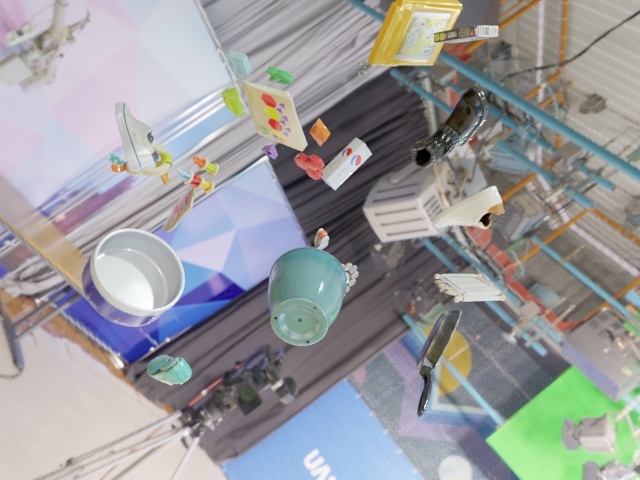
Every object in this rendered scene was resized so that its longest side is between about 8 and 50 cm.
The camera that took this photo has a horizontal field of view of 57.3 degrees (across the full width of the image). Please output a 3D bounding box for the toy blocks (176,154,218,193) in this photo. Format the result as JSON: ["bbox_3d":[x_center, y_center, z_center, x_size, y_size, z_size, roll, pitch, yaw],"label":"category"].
[{"bbox_3d":[-0.440,-0.247,2.080,0.054,0.123,0.148,-1,-18,39],"label":"toy blocks"}]

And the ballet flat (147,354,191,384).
[{"bbox_3d":[-0.453,0.397,1.756,0.087,0.083,0.247,56,-31,-11],"label":"ballet flat"}]

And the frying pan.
[{"bbox_3d":[0.257,0.296,1.396,0.053,0.326,0.197,28,-32,10],"label":"frying pan"}]

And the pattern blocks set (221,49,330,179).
[{"bbox_3d":[-0.103,-0.283,1.340,0.285,0.026,0.325,28,-24,13],"label":"pattern blocks set"}]

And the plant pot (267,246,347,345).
[{"bbox_3d":[-0.052,0.200,1.920,0.271,0.272,0.255,57,18,-21],"label":"plant pot"}]

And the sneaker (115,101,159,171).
[{"bbox_3d":[-0.510,-0.293,1.632,0.094,0.091,0.258,98,-28,-55],"label":"sneaker"}]

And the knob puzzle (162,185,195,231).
[{"bbox_3d":[-0.516,-0.100,2.156,0.030,0.213,0.213,35,2,-26],"label":"knob puzzle"}]

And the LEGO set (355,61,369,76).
[{"bbox_3d":[0.162,-0.670,2.309,0.083,0.054,0.023,45,38,-59],"label":"LEGO set"}]

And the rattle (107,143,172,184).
[{"bbox_3d":[-0.575,-0.221,1.851,0.130,0.200,0.143,58,-34,2],"label":"rattle"}]

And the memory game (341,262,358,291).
[{"bbox_3d":[0.076,0.165,2.375,0.012,0.186,0.186,48,-10,38],"label":"memory game"}]

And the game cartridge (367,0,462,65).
[{"bbox_3d":[0.372,-0.817,2.314,0.052,0.324,0.285,59,-36,29],"label":"game cartridge"}]

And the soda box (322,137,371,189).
[{"bbox_3d":[0.102,-0.312,2.380,0.069,0.216,0.074,42,-4,47],"label":"soda box"}]

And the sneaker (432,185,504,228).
[{"bbox_3d":[0.510,-0.078,2.042,0.290,0.106,0.123,-32,-100,51],"label":"sneaker"}]

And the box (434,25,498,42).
[{"bbox_3d":[0.516,-0.734,2.088,0.207,0.114,0.036,19,-65,57],"label":"box"}]

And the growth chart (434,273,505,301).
[{"bbox_3d":[0.411,0.129,1.653,0.237,0.172,0.021,-111,-157,-76],"label":"growth chart"}]

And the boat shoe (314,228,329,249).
[{"bbox_3d":[0.000,0.000,2.123,0.043,0.049,0.137,58,-18,15],"label":"boat shoe"}]

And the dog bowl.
[{"bbox_3d":[-0.523,0.103,1.646,0.265,0.104,0.265,26,44,-28],"label":"dog bowl"}]

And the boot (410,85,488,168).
[{"bbox_3d":[0.513,-0.442,2.351,0.131,0.260,0.348,54,-19,23],"label":"boot"}]
